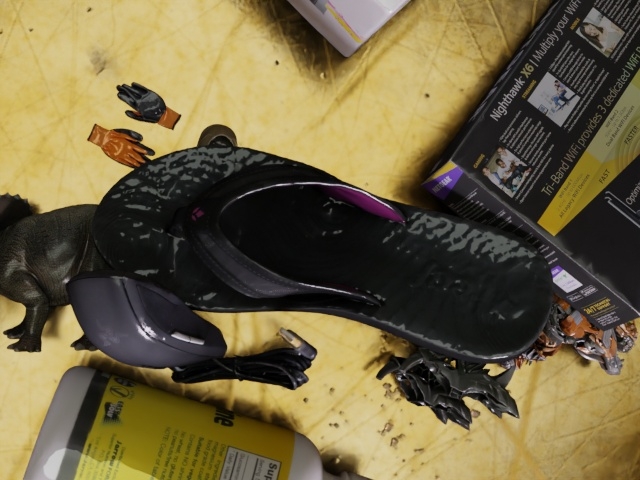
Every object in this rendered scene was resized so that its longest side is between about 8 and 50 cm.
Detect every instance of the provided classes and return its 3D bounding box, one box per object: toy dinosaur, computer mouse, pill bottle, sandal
[{"bbox_3d":[-0.242,0.026,1.280,0.314,0.121,0.160,2,95,-3],"label":"toy dinosaur"},{"bbox_3d":[-0.113,0.100,1.205,0.184,0.262,0.060,-3,64,22],"label":"computer mouse"},{"bbox_3d":[0.164,0.071,1.329,0.322,0.164,0.218,19,72,13],"label":"toy dinosaur"},{"bbox_3d":[-0.115,0.256,1.254,0.334,0.188,0.188,18,87,-6],"label":"pill bottle"},{"bbox_3d":[0.002,-0.002,1.211,0.446,0.107,0.167,11,73,4],"label":"sandal"}]

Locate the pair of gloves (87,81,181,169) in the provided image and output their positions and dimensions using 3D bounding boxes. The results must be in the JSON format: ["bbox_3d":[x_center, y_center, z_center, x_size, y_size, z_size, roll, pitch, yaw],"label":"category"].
[{"bbox_3d":[-0.194,-0.120,1.341,0.074,0.010,0.083,31,85,-4],"label":"pair of gloves"}]

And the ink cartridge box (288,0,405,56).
[{"bbox_3d":[0.045,-0.328,1.238,0.198,0.270,0.197,-45,95,-5],"label":"ink cartridge box"}]

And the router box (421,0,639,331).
[{"bbox_3d":[0.286,-0.102,1.308,0.243,0.081,0.309,39,67,-4],"label":"router box"}]

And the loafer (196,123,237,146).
[{"bbox_3d":[-0.119,-0.050,1.327,0.056,0.050,0.148,9,88,-5],"label":"loafer"}]
